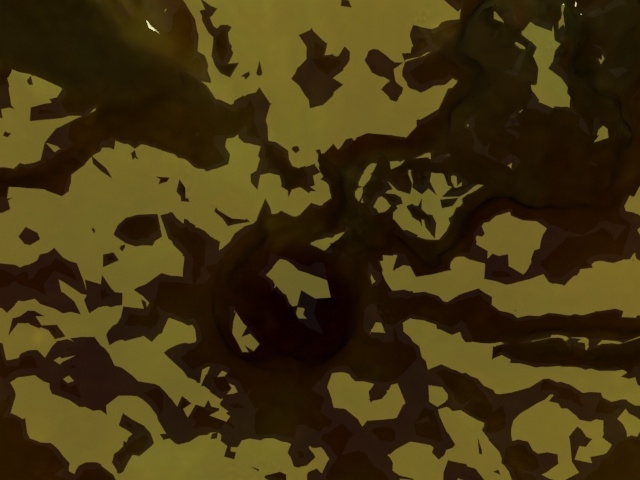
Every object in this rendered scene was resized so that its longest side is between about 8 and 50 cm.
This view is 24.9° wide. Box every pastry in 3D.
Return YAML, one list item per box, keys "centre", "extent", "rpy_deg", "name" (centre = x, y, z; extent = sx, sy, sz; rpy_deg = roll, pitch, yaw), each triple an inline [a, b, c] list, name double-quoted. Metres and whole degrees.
- centre: [0.006, 0.000, 0.373]
  extent: [0.257, 0.121, 0.236]
  rpy_deg: [26, 101, 0]
  name: "pastry"
